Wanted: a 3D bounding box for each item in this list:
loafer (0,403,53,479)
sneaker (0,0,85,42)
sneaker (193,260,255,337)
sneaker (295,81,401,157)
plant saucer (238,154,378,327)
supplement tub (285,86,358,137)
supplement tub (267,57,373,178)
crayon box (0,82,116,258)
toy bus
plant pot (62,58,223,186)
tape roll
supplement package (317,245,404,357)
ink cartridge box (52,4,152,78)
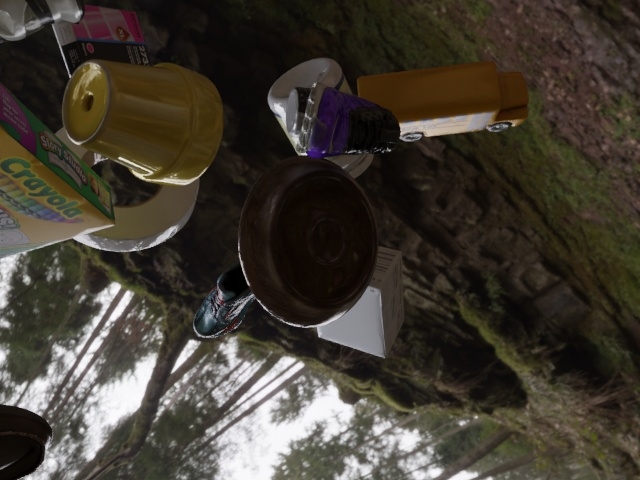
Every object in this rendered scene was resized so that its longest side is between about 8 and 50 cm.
[{"bbox_3d":[-0.540,0.319,0.718,0.365,0.134,0.130,5,-154,-46],"label":"loafer"},{"bbox_3d":[-0.462,-0.396,0.576,0.257,0.448,0.169,-31,-125,-16],"label":"sneaker"},{"bbox_3d":[-0.201,0.110,1.187,0.104,0.262,0.125,50,-167,22],"label":"sneaker"},{"bbox_3d":[0.056,-0.183,0.867,0.146,0.102,0.293,18,-159,5],"label":"sneaker"},{"bbox_3d":[0.000,0.000,0.971,0.310,0.050,0.311,3,-94,-38],"label":"plant saucer"},{"bbox_3d":[0.021,-0.295,1.293,0.190,0.117,0.117,3,-126,-19],"label":"supplement tub"},{"bbox_3d":[0.011,-0.353,1.653,0.325,0.235,0.236,58,-151,-38],"label":"supplement tub"},{"bbox_3d":[-0.605,-0.095,0.985,0.312,0.363,0.106,-16,-113,2],"label":"crayon box"},{"bbox_3d":[0.244,-0.278,1.093,0.332,0.130,0.108,-5,-101,6],"label":"toy bus"},{"bbox_3d":[-0.369,-0.251,1.107,0.239,0.254,0.254,7,-128,-54],"label":"plant pot"},{"bbox_3d":[-0.510,-0.155,1.400,0.391,0.072,0.392,9,-121,-15],"label":"tape roll"},{"bbox_3d":[0.097,0.146,1.428,0.203,0.262,0.145,13,-136,25],"label":"supplement package"},{"bbox_3d":[-0.557,-0.530,1.481,0.371,0.069,0.176,-47,-55,-67],"label":"ink cartridge box"}]
